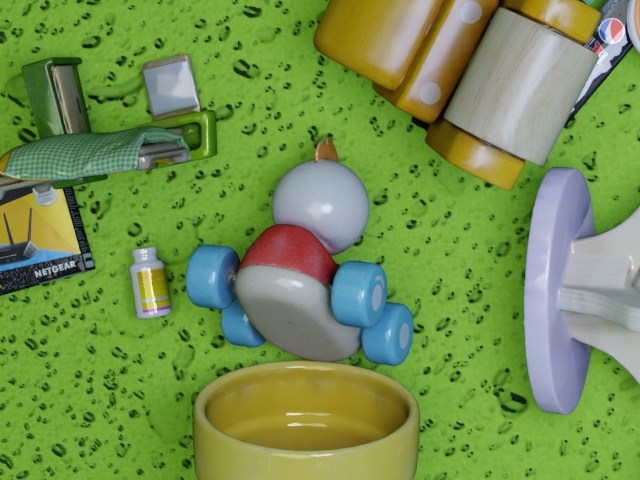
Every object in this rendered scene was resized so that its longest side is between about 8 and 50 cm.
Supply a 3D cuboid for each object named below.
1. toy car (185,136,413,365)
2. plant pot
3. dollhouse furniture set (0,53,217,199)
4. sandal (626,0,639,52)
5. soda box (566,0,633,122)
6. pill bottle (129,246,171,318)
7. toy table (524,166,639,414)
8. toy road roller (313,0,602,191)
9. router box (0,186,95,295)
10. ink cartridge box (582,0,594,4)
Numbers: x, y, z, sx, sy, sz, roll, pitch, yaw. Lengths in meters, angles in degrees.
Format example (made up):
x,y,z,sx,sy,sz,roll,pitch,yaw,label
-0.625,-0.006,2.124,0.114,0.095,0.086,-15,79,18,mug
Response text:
x,y,z,sx,sy,sz,roll,pitch,yaw,label
0.000,0.000,1.936,0.219,0.210,0.238,6,66,24,toy car
-0.018,0.291,1.912,0.254,0.254,0.239,6,110,11,plant pot
-0.252,-0.144,1.890,0.198,0.301,0.151,-11,93,14,dollhouse furniture set
0.418,-0.310,1.830,0.102,0.076,0.265,28,78,5,sandal
0.310,-0.210,1.902,0.053,0.060,0.169,41,100,7,soda box
-0.205,0.050,2.023,0.043,0.043,0.083,-8,92,11,pill bottle
0.325,0.059,1.837,0.161,0.252,0.274,3,113,26,toy table
0.132,-0.205,1.805,0.241,0.329,0.202,24,98,-13,toy road roller
-0.377,-0.004,2.053,0.179,0.046,0.133,-16,90,11,router box
0.271,-0.375,1.815,0.154,0.212,0.093,-43,45,15,ink cartridge box
